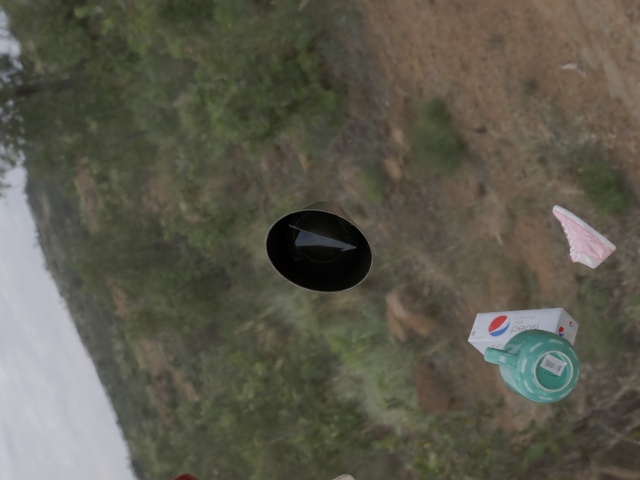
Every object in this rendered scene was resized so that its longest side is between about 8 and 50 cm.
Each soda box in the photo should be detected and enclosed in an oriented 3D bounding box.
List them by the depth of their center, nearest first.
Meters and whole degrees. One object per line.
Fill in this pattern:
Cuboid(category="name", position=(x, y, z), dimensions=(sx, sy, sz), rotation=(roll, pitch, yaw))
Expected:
Cuboid(category="soda box", position=(0.414, 0.190, 1.941), dimensions=(0.216, 0.074, 0.069), rotation=(-9, 139, 47))

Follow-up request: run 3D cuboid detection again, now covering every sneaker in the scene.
Cuboid(category="sneaker", position=(0.466, -0.002, 1.727), dimensions=(0.134, 0.070, 0.051), rotation=(40, -172, 8))

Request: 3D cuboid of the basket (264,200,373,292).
Cuboid(category="basket", position=(0.000, 0.000, 1.851), dimensions=(0.227, 0.204, 0.154), rotation=(-84, 10, -80))

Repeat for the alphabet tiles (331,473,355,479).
Cuboid(category="alphabet tiles", position=(0.012, 0.507, 1.417), dimensions=(0.021, 0.284, 0.278), rotation=(1, 102, 48))

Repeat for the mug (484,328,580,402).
Cuboid(category="mug", position=(0.390, 0.233, 1.707), dimensions=(0.097, 0.157, 0.129), rotation=(-173, 63, -80))

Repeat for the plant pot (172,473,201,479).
Cuboid(category="plant pot", position=(-0.183, 0.474, 1.425), dimensions=(0.174, 0.191, 0.191), rotation=(25, 151, 17))
